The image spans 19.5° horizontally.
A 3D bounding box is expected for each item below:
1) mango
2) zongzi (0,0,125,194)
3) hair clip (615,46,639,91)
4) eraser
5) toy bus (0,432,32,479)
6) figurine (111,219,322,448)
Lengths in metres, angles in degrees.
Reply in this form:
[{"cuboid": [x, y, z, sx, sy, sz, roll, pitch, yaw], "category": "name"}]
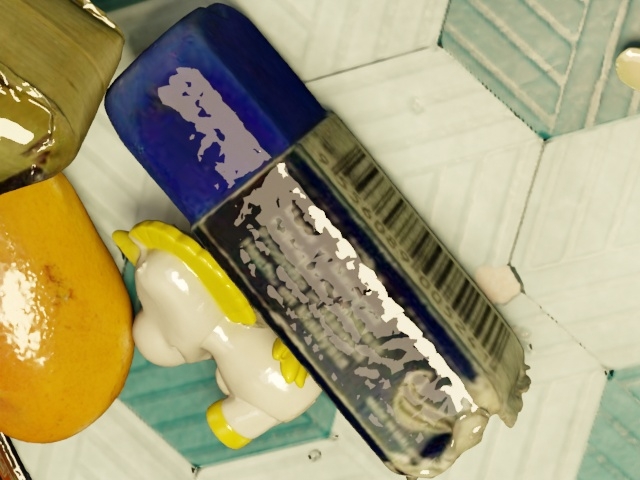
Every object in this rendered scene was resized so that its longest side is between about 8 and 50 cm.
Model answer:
[{"cuboid": [-0.205, 0.040, 1.293, 0.141, 0.102, 0.217, -5, 104, 5], "category": "mango"}, {"cuboid": [-0.378, -0.131, 1.156, 0.356, 0.174, 0.393, -26, 133, 39], "category": "zongzi"}, {"cuboid": [0.270, -0.107, 1.190, 0.159, 0.071, 0.219, -9, 95, 15], "category": "hair clip"}, {"cuboid": [0.000, 0.000, 1.218, 0.101, 0.155, 0.332, -40, 93, 17], "category": "eraser"}, {"cuboid": [-0.341, 0.216, 1.329, 0.265, 0.120, 0.121, -25, 98, 2], "category": "toy bus"}, {"cuboid": [-0.072, 0.052, 1.264, 0.178, 0.129, 0.109, 41, 65, 8], "category": "figurine"}]
